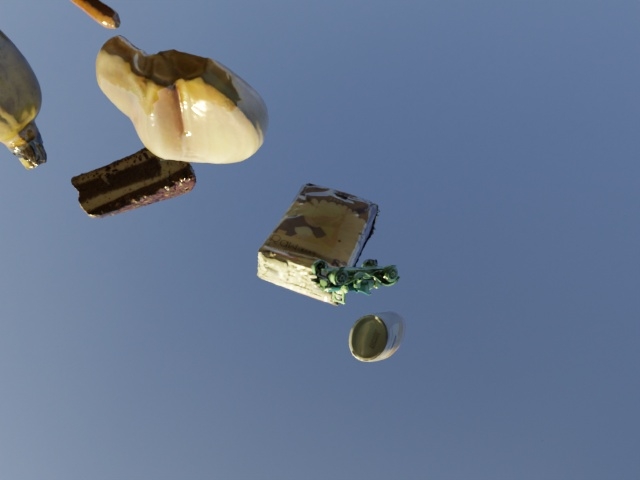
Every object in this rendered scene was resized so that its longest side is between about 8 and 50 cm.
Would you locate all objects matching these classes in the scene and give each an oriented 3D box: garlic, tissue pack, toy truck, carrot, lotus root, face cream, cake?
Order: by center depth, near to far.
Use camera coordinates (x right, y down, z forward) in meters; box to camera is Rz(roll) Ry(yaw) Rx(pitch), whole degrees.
[{"bbox_3d":[-0.181,-0.167,0.757,0.217,0.228,0.110,11,-103,2],"label":"garlic"},{"bbox_3d":[-0.573,-0.254,0.928,0.183,0.310,0.182,-14,-134,14],"label":"lotus root"},{"bbox_3d":[0.064,0.076,0.987,0.080,0.154,0.077,17,-75,57],"label":"toy truck"},{"bbox_3d":[0.123,0.196,1.128,0.073,0.269,0.107,25,-91,17],"label":"face cream"},{"bbox_3d":[-0.403,-0.128,1.218,0.246,0.135,0.112,-25,-92,-6],"label":"cake"},{"bbox_3d":[-0.561,-0.561,1.266,0.216,0.048,0.048,32,-96,-3],"label":"carrot"},{"bbox_3d":[0.000,0.000,1.499,0.243,0.125,0.343,18,-136,10],"label":"tissue pack"}]
